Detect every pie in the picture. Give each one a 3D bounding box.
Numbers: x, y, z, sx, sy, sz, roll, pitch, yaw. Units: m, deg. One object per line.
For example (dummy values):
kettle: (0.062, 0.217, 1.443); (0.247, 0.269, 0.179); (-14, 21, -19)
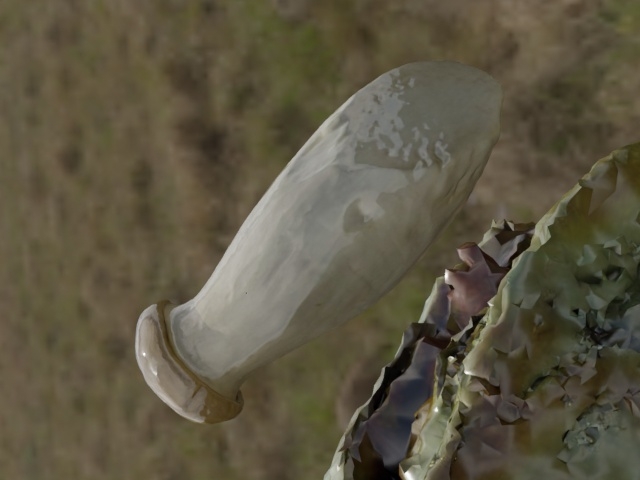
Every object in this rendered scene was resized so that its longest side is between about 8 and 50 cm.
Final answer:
pie: (0.192, 0.170, 0.746); (0.180, 0.395, 0.418); (133, 152, -60)

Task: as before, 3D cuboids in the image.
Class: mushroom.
mushroom: (0.000, 0.000, 1.345); (0.350, 0.128, 0.128); (-42, 33, 14)
